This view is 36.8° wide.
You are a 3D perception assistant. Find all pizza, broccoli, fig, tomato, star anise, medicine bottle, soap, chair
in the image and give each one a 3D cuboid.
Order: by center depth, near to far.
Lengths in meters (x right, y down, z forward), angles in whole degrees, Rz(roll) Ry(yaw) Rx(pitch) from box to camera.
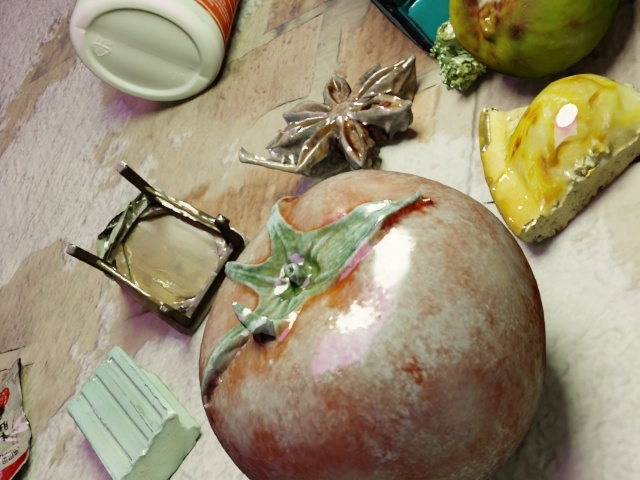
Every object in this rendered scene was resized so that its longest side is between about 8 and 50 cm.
[{"bbox_3d":[0.044,0.092,0.857,0.317,0.282,0.316,-30,39,27],"label":"tomato"},{"bbox_3d":[0.236,-0.119,1.004,0.188,0.080,0.204,-41,37,14],"label":"pizza"},{"bbox_3d":[0.243,-0.276,1.058,0.191,0.181,0.181,-29,34,-16],"label":"fig"},{"bbox_3d":[0.171,-0.238,1.155,0.097,0.092,0.095,-36,67,12],"label":"broccoli"},{"bbox_3d":[-0.239,0.226,1.220,0.114,0.063,0.198,-52,37,-4],"label":"soap"},{"bbox_3d":[0.022,-0.145,1.242,0.262,0.081,0.230,-30,41,10],"label":"star anise"},{"bbox_3d":[-0.208,0.021,1.310,0.186,0.319,0.160,29,82,8],"label":"chair"},{"bbox_3d":[-0.268,-0.397,1.608,0.252,0.252,0.241,-18,47,36],"label":"medicine bottle"}]

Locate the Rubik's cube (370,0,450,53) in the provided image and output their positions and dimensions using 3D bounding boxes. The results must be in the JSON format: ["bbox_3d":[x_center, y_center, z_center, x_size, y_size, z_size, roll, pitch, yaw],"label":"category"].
[{"bbox_3d":[0.122,-0.452,1.228,0.283,0.288,0.293,-42,36,11],"label":"Rubik's cube"}]

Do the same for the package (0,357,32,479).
[{"bbox_3d":[-0.495,0.297,1.453,0.154,0.030,0.239,-42,37,9],"label":"package"}]
